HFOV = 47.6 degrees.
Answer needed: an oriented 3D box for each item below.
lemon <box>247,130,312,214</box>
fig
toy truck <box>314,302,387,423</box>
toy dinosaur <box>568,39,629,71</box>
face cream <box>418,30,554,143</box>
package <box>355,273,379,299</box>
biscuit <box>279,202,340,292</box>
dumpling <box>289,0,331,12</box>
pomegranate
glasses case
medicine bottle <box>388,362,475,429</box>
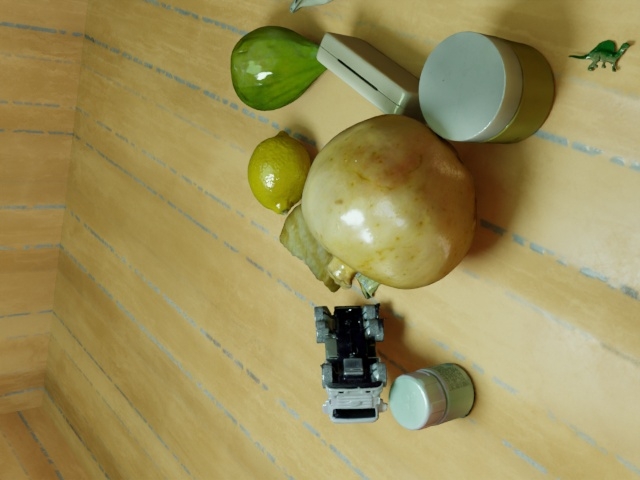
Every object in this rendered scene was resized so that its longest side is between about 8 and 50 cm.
[{"bbox_3d":[-0.113,-0.189,2.023,0.187,0.186,0.244,-8,78,48],"label":"lemon"},{"bbox_3d":[-0.108,-0.500,2.013,0.314,0.233,0.233,-31,68,15],"label":"fig"},{"bbox_3d":[0.077,0.287,1.780,0.363,0.176,0.178,-93,0,-62],"label":"toy truck"},{"bbox_3d":[0.540,-0.360,1.406,0.119,0.029,0.060,23,94,51],"label":"toy dinosaur"},{"bbox_3d":[0.344,-0.311,1.506,0.218,0.179,0.218,5,97,48],"label":"face cream"},{"bbox_3d":[0.130,0.076,1.890,0.121,0.031,0.108,-54,54,34],"label":"package"},{"bbox_3d":[0.001,0.000,1.978,0.274,0.091,0.213,52,126,42],"label":"biscuit"},{"bbox_3d":[-0.010,-0.677,1.893,0.142,0.172,0.247,44,136,0],"label":"dumpling"},{"bbox_3d":[0.145,-0.066,1.584,0.411,0.411,0.412,5,97,48],"label":"pomegranate"},{"bbox_3d":[0.137,-0.397,1.762,0.336,0.144,0.076,47,124,37],"label":"glasses case"},{"bbox_3d":[0.255,0.358,1.666,0.135,0.168,0.135,5,97,47],"label":"medicine bottle"}]
